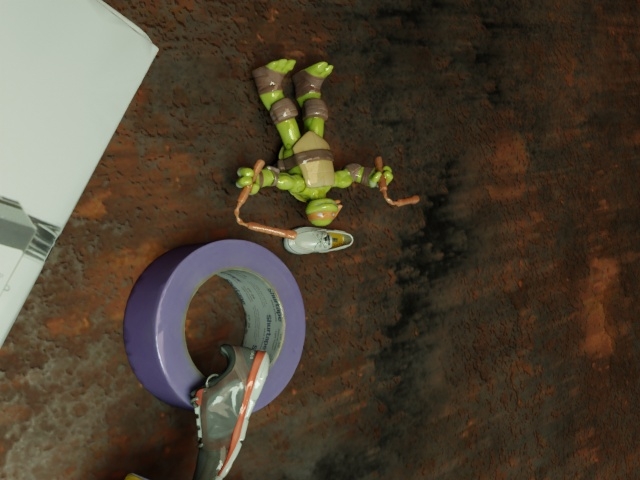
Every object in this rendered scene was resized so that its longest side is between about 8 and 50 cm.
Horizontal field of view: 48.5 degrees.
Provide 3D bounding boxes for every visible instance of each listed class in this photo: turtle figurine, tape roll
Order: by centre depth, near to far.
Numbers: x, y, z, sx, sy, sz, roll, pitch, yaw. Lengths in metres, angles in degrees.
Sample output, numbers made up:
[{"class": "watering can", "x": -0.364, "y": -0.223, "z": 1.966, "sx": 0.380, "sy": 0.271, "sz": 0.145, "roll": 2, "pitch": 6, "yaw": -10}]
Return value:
[{"class": "tape roll", "x": -0.113, "y": 0.095, "z": 0.783, "sx": 0.189, "sy": 0.080, "sz": 0.189, "roll": 3, "pitch": 85, "yaw": -39}, {"class": "turtle figurine", "x": -0.005, "y": -0.109, "z": 0.885, "sx": 0.269, "sy": 0.087, "sz": 0.217, "roll": -8, "pitch": 83, "yaw": -31}]

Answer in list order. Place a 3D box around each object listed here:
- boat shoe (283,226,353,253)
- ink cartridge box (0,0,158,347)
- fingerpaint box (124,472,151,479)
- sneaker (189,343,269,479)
[{"class": "boat shoe", "x": 0.000, "y": 0.000, "z": 0.911, "sx": 0.100, "sy": 0.035, "sz": 0.035, "roll": 3, "pitch": 84, "yaw": -39}, {"class": "ink cartridge box", "x": -0.314, "y": 0.006, "z": 0.494, "sx": 0.166, "sy": 0.285, "sz": 0.395, "roll": 35, "pitch": 65, "yaw": -31}, {"class": "fingerpaint box", "x": -0.079, "y": 0.486, "z": 0.662, "sx": 0.445, "sy": 0.163, "sz": 0.371, "roll": 50, "pitch": 57, "yaw": -40}, {"class": "sneaker", "x": -0.105, "y": 0.176, "z": 0.706, "sx": 0.064, "sy": 0.061, "sz": 0.158, "roll": 23, "pitch": 69, "yaw": -7}]
